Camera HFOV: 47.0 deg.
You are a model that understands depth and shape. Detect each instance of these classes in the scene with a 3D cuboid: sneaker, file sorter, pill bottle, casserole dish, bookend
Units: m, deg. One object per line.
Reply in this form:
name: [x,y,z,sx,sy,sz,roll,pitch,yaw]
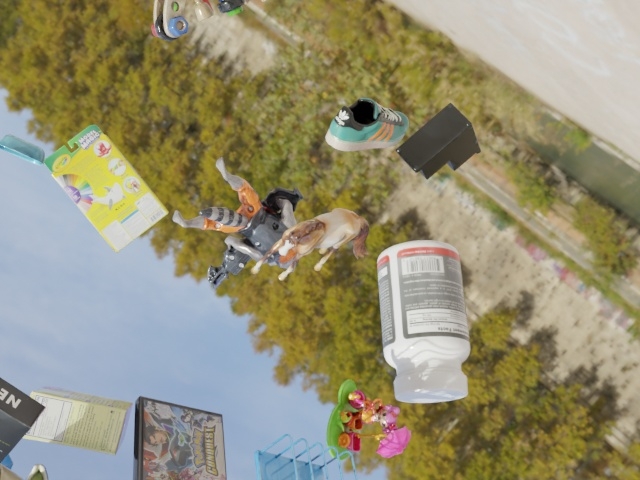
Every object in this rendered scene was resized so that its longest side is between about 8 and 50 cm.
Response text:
sneaker: [-0.730,0.655,1.848,0.080,0.081,0.211,7,-151,-17]
file sorter: [-0.023,0.449,1.397,0.170,0.104,0.118,26,-145,-35]
pill bottle: [0.252,0.200,1.794,0.210,0.210,0.362,27,-126,-50]
casserole dish: [-0.727,-0.222,1.795,0.114,0.037,0.188,25,172,-22]
bookend: [0.263,-0.198,1.623,0.072,0.156,0.157,51,-174,25]
sneaker: [0.148,-0.322,1.980,0.302,0.121,0.108,-20,-123,-43]

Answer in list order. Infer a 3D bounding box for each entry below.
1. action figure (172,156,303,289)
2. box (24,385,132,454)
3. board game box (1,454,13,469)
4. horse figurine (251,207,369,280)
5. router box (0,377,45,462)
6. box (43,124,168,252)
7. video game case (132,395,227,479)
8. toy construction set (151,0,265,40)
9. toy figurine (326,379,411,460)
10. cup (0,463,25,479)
action figure: [-0.192,-0.003,1.806,0.330,0.341,0.178,30,-168,-29]
box: [-0.636,0.471,1.943,0.243,0.117,0.213,14,171,-9]
board game box: [-0.931,0.541,1.911,0.086,0.302,0.308,-14,-122,-45]
horse figurine: [0.000,0.000,1.280,0.263,0.174,0.066,-13,-117,-42]
router box: [-0.479,0.221,0.983,0.179,0.133,0.046,39,-150,-13]
box: [-0.333,-0.082,1.146,0.179,0.105,0.043,53,174,-11]
video game case: [-0.357,0.546,1.884,0.248,0.035,0.274,21,-142,-30]
toy construction set: [-0.292,-0.593,1.604,0.237,0.258,0.309,66,174,-23]
toy figurine: [0.116,0.388,1.552,0.159,0.173,0.130,0,166,33]
cup: [-0.680,0.687,1.591,0.237,0.331,0.331,36,-171,-23]
